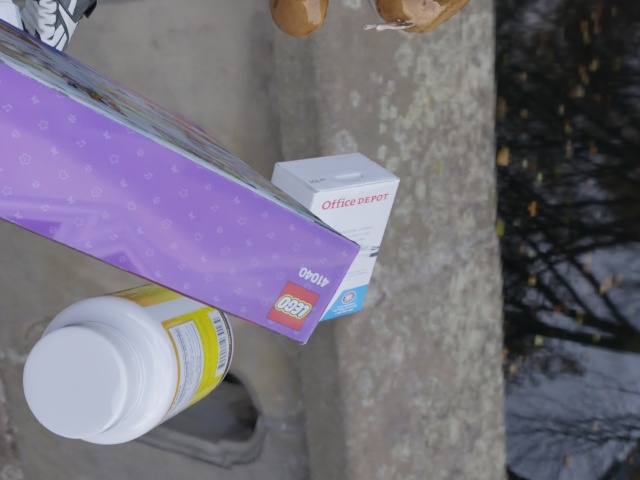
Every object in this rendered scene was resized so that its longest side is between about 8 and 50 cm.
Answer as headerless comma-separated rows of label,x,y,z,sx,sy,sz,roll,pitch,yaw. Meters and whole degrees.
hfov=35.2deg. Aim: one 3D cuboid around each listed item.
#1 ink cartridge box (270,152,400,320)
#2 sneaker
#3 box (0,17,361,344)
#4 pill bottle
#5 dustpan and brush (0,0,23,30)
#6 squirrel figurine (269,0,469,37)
ink cartridge box,0.000,0.000,1.203,0.140,0.082,0.190,-11,125,-41
sneaker,-0.335,-0.303,1.313,0.106,0.078,0.234,-26,161,-26
box,-0.145,-0.063,0.445,0.293,0.201,0.057,27,97,-35
pill bottle,-0.156,0.099,0.837,0.215,0.117,0.117,-11,106,-77
dustpan and brush,-0.421,-0.207,1.139,0.211,0.060,0.147,-12,90,-36
squirrel figurine,0.036,-0.424,1.149,0.281,0.370,0.397,-73,180,-71
